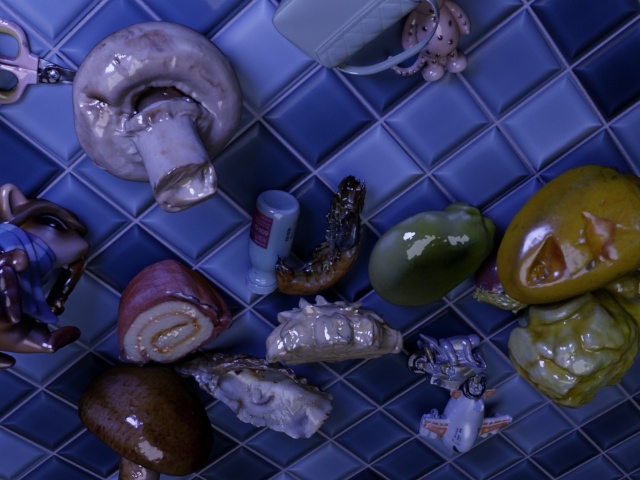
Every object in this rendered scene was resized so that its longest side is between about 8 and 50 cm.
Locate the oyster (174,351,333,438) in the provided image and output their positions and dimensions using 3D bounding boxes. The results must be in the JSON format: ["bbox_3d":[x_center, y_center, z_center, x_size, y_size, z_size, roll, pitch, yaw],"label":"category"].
[{"bbox_3d":[-0.125,0.331,1.723,0.396,0.111,0.204,29,125,-20],"label":"oyster"}]

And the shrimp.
[{"bbox_3d":[0.000,0.000,1.490,0.222,0.054,0.290,-18,136,-36],"label":"shrimp"}]

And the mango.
[{"bbox_3d":[0.521,-0.005,1.519,0.365,0.182,0.253,-34,99,0],"label":"mango"}]

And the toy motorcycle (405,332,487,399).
[{"bbox_3d":[0.324,0.286,1.785,0.225,0.073,0.152,25,92,-13],"label":"toy motorcycle"}]

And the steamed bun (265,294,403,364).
[{"bbox_3d":[0.028,0.194,1.617,0.296,0.137,0.292,-8,162,8],"label":"steamed bun"}]

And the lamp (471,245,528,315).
[{"bbox_3d":[0.424,0.087,1.630,0.156,0.135,0.157,2,122,-12],"label":"lamp"}]

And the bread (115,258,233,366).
[{"bbox_3d":[-0.330,0.157,1.563,0.244,0.123,0.190,-33,123,14],"label":"bread"}]

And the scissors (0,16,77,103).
[{"bbox_3d":[-0.485,-0.293,1.268,0.318,0.024,0.160,9,124,-16],"label":"scissors"}]

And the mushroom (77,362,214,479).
[{"bbox_3d":[-0.390,0.452,1.628,0.334,0.331,0.356,28,99,4],"label":"mushroom"}]

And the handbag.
[{"bbox_3d":[0.064,-0.368,1.207,0.219,0.079,0.256,35,146,-24],"label":"handbag"}]

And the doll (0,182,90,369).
[{"bbox_3d":[-0.527,0.070,1.335,0.209,0.339,0.318,8,134,-16],"label":"doll"}]

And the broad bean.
[{"bbox_3d":[0.232,0.030,1.569,0.291,0.119,0.238,-40,132,22],"label":"broad bean"}]

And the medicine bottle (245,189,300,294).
[{"bbox_3d":[-0.104,0.007,1.511,0.090,0.090,0.216,6,125,-14],"label":"medicine bottle"}]

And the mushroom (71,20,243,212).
[{"bbox_3d":[-0.257,-0.195,1.207,0.293,0.290,0.292,-15,136,-15],"label":"mushroom"}]

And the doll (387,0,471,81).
[{"bbox_3d":[0.180,-0.396,1.261,0.154,0.119,0.278,-13,137,2],"label":"doll"}]

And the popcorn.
[{"bbox_3d":[0.591,0.219,1.651,0.292,0.334,0.293,-18,105,50],"label":"popcorn"}]

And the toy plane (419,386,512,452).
[{"bbox_3d":[0.373,0.463,1.910,0.245,0.117,0.244,-5,126,-8],"label":"toy plane"}]
